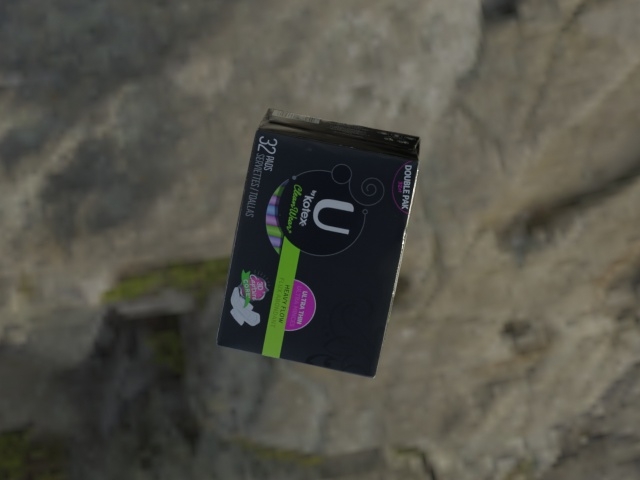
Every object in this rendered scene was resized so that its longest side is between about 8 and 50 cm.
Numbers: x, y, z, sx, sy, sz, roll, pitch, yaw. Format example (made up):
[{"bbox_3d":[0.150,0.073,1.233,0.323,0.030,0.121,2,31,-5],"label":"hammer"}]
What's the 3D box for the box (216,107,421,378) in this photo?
[{"bbox_3d":[0.000,0.000,0.730,0.062,0.083,0.052,11,-167,1],"label":"box"}]
